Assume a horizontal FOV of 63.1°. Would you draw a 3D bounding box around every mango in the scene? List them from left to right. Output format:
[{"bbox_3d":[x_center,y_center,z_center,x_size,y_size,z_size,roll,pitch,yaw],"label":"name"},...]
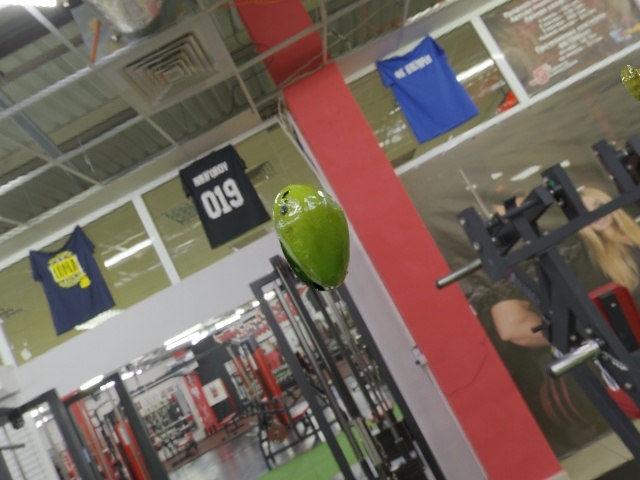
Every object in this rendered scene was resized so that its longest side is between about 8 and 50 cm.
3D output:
[{"bbox_3d":[0.000,0.000,0.605,0.074,0.091,0.165,0,-35,26],"label":"mango"}]

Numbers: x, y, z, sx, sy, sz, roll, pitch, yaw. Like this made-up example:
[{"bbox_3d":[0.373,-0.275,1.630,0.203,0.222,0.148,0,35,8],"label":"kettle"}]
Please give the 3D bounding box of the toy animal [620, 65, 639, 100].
[{"bbox_3d":[0.301,-0.143,0.332,0.181,0.073,0.136,-40,4,-26],"label":"toy animal"}]
